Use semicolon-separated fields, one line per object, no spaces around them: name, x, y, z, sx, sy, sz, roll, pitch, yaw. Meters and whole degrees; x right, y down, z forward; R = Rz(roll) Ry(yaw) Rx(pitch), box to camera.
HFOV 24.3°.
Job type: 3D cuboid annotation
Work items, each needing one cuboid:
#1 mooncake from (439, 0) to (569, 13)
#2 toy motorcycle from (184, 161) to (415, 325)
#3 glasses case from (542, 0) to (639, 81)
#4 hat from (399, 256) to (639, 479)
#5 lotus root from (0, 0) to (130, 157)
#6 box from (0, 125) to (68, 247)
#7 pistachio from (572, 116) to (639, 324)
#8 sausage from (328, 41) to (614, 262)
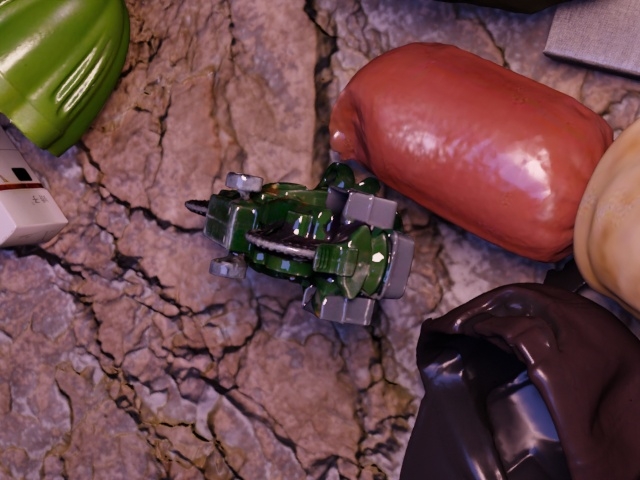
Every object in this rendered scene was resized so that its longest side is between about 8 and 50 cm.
mooncake;0.137;-0.353;1.135;0.356;0.194;0.356;-1;89;27
toy motorcycle;0.000;0.000;1.224;0.187;0.275;0.124;10;96;-19
glasses case;0.284;-0.153;1.169;0.205;0.047;0.070;17;91;24
hat;0.196;0.166;1.192;0.238;0.209;0.336;49;143;45
lotus root;-0.241;-0.196;1.365;0.186;0.186;0.186;2;94;25
box;-0.320;-0.064;1.442;0.040;0.084;0.154;-42;76;20
pistachio;0.341;0.001;1.057;0.321;0.229;0.237;2;87;13
sausage;0.127;-0.077;1.198;0.254;0.148;0.148;32;106;21
